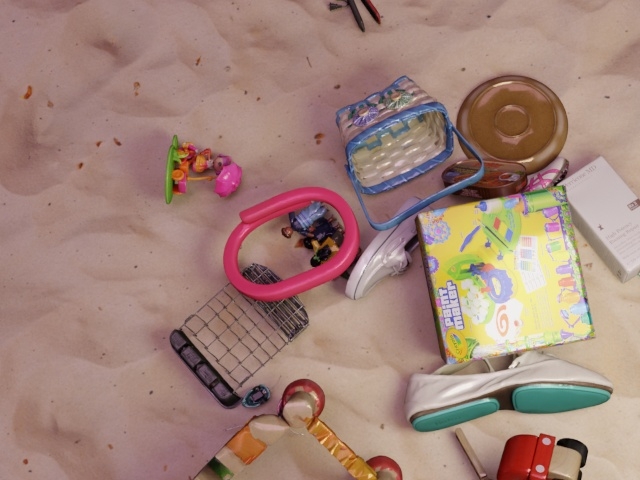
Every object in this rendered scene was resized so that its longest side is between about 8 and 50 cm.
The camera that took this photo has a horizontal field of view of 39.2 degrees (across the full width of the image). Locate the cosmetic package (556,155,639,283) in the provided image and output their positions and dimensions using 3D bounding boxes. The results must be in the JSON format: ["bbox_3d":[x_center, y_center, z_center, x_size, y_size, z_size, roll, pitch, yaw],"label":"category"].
[{"bbox_3d":[0.582,-0.042,1.795,0.117,0.085,0.231,-33,67,-3],"label":"cosmetic package"}]

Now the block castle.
[{"bbox_3d":[-0.094,0.510,1.697,0.303,0.213,0.453,45,92,3],"label":"block castle"}]

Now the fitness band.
[{"bbox_3d":[-0.062,0.008,1.844,0.291,0.054,0.209,-23,67,5],"label":"fitness band"}]

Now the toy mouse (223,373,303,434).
[{"bbox_3d":[-0.101,0.341,1.836,0.161,0.031,0.143,14,78,12],"label":"toy mouse"}]

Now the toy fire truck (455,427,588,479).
[{"bbox_3d":[0.353,0.423,1.659,0.246,0.217,0.158,12,48,17],"label":"toy fire truck"}]

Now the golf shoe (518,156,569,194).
[{"bbox_3d":[0.436,-0.110,1.857,0.086,0.067,0.186,42,85,18],"label":"golf shoe"}]

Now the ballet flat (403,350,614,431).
[{"bbox_3d":[0.355,0.273,1.743,0.400,0.139,0.139,-10,73,7],"label":"ballet flat"}]

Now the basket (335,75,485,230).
[{"bbox_3d":[0.163,-0.177,1.842,0.255,0.201,0.289,-28,59,-1],"label":"basket"}]

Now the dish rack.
[{"bbox_3d":[-0.164,0.189,1.871,0.271,0.074,0.208,-43,74,-6],"label":"dish rack"}]

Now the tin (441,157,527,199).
[{"bbox_3d":[0.336,-0.126,1.841,0.190,0.040,0.106,13,45,46],"label":"tin"}]

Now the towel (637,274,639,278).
[{"bbox_3d":[0.693,0.022,1.803,0.113,0.023,0.152,41,84,16],"label":"towel"}]

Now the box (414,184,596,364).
[{"bbox_3d":[0.345,0.067,1.729,0.279,0.177,0.289,-10,87,3],"label":"box"}]

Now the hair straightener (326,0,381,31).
[{"bbox_3d":[0.049,-0.567,2.055,0.089,0.047,0.230,-29,72,0],"label":"hair straightener"}]

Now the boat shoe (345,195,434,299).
[{"bbox_3d":[0.151,0.027,1.851,0.084,0.095,0.258,34,83,20],"label":"boat shoe"}]

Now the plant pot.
[{"bbox_3d":[0.409,-0.250,1.919,0.236,0.032,0.236,-2,75,8],"label":"plant pot"}]

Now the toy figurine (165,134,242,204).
[{"bbox_3d":[-0.251,-0.154,1.975,0.159,0.130,0.173,4,50,-4],"label":"toy figurine"}]

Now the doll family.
[{"bbox_3d":[0.000,0.000,1.897,0.111,0.076,0.193,-39,68,2],"label":"doll family"}]
